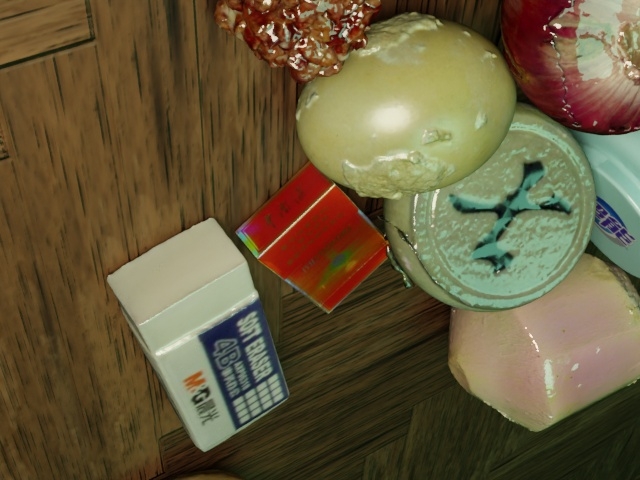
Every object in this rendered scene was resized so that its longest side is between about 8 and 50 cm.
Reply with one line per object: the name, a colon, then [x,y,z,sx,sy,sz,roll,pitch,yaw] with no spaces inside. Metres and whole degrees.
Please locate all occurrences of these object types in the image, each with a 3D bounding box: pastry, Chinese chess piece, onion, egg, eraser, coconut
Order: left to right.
eraser: [-0.119,0.109,0.990,0.124,0.081,0.279,-30,145,-14]
pastry: [0.002,-0.220,0.710,0.115,0.097,0.208,-1,133,-37]
egg: [0.076,-0.118,0.846,0.201,0.164,0.164,-16,141,-11]
Chinese chess piece: [0.178,-0.033,1.001,0.238,0.092,0.238,-3,104,-14]
coconut: [0.285,0.127,1.262,0.245,0.233,0.233,-19,142,-12]
onion: [0.258,-0.206,0.791,0.248,0.161,0.248,-5,139,-5]

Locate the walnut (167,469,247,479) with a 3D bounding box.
walnut: [-0.172,0.371,1.195,0.238,0.141,0.204,15,106,-49]

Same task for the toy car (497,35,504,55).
toy car: [0.275,-0.263,0.917,0.124,0.101,0.256,-4,134,-29]

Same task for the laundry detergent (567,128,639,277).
laundry detergent: [0.443,-0.113,1.080,0.305,0.287,0.287,-36,146,-6]

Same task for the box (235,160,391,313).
box: [-0.001,-0.001,1.004,0.112,0.048,0.175,-43,146,2]
